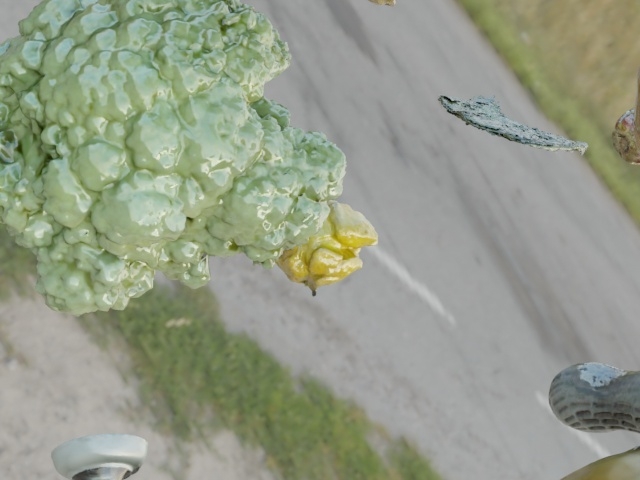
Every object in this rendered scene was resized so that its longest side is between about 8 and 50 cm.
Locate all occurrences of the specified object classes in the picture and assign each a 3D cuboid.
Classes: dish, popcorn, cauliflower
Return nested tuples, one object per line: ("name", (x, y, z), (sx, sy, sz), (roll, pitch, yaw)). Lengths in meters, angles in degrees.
("dish", (-0.313, 0.336, 2.018), (0.141, 0.141, 0.078), (34, 42, -57))
("popcorn", (0.000, 0.000, 1.979), (0.148, 0.167, 0.152), (-11, 94, -35))
("cauliflower", (-0.138, -0.055, 1.127), (0.281, 0.327, 0.260), (78, 30, -58))

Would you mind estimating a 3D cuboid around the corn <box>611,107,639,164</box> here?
("corn", (0.491, -0.180, 1.930), (0.079, 0.237, 0.079), (40, -32, 31))

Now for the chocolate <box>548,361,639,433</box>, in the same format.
("chocolate", (0.292, 0.155, 1.369), (0.072, 0.167, 0.072), (0, 90, -43))

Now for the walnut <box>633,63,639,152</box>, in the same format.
("walnut", (0.347, -0.132, 1.194), (0.165, 0.165, 0.197), (34, 56, -57))

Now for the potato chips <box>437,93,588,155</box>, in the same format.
("potato chips", (0.249, -0.161, 1.900), (0.202, 0.029, 0.220), (1, 22, -42))

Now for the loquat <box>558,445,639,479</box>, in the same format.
("loquat", (0.299, 0.298, 1.172), (0.328, 0.328, 0.360), (9, 78, -70))

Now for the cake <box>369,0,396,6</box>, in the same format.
("cake", (0.037, -0.313, 0.973), (0.227, 0.286, 0.222), (-77, 158, -47))
